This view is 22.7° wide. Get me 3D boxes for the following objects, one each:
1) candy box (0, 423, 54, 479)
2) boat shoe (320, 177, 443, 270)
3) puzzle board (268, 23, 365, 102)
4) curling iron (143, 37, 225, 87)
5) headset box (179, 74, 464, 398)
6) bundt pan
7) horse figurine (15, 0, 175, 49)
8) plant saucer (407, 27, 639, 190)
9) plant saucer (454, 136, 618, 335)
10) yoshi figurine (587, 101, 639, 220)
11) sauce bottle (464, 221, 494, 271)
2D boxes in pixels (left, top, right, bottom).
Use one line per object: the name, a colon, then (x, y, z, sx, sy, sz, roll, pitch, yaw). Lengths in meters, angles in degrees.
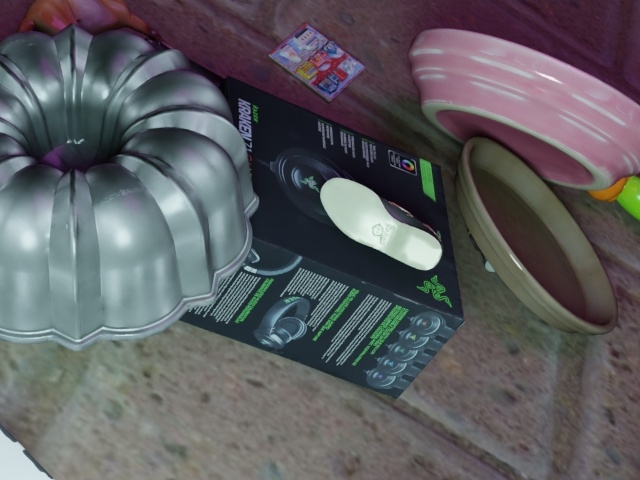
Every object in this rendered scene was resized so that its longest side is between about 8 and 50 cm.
candy box: (-0.324, 0.162, 1.178, 0.196, 0.070, 0.165, 44, 34, 13)
boat shoe: (0.058, -0.015, 1.532, 0.133, 0.049, 0.042, 32, 7, 4)
puzzle board: (-0.002, -0.226, 2.003, 0.096, 0.011, 0.128, 38, 33, 2)
curling iron: (-0.082, -0.155, 1.775, 0.274, 0.068, 0.035, 31, 67, -24)
headset box: (0.000, 0.000, 1.615, 0.283, 0.131, 0.246, 22, 36, -20)
bundt pan: (-0.215, -0.069, 1.397, 0.331, 0.124, 0.330, 3, 49, -4)
horse figurine: (-0.254, -0.217, 1.718, 0.174, 0.066, 0.263, 46, 31, 2)
plant saucer: (0.251, -0.148, 1.940, 0.332, 0.084, 0.332, 23, -6, 3)
plant saucer: (0.247, 0.000, 1.863, 0.278, 0.041, 0.278, 40, 27, -25)
yoshi figurine: (0.535, -0.026, 2.095, 0.362, 0.203, 0.203, 37, 49, -3)
sauce bottle: (0.194, -0.016, 1.890, 0.042, 0.042, 0.128, 17, 36, -26)
